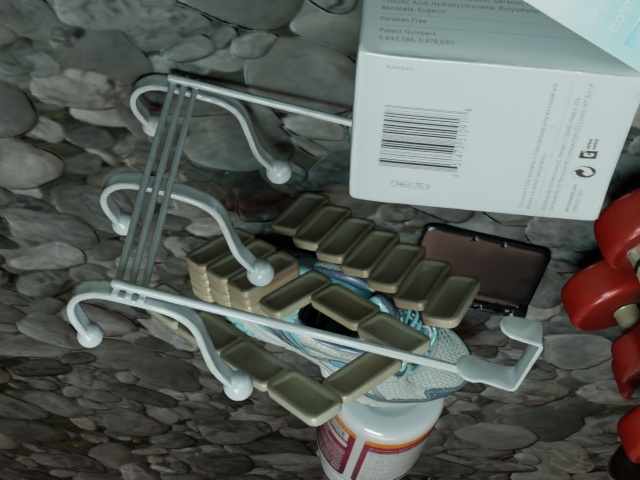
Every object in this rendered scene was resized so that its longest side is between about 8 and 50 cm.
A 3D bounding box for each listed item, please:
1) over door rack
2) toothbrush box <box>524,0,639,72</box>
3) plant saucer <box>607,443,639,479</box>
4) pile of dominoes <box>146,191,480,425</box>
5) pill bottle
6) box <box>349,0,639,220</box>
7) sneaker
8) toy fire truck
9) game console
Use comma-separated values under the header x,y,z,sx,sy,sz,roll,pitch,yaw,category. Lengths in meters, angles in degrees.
x,y,z,sx,sy,sz,roll,pitch,yaw,category
0.000,0.000,1.051,0.324,0.239,0.108,6,138,3,over door rack
0.226,-0.160,0.631,0.295,0.216,0.126,33,149,6,toothbrush box
0.410,0.168,1.284,0.310,0.050,0.310,-25,-179,0,plant saucer
-0.005,0.054,1.127,0.251,0.196,0.040,30,140,45,pile of dominoes
0.059,0.195,1.544,0.121,0.121,0.221,8,153,-2,pill bottle
0.114,-0.113,0.955,0.182,0.119,0.181,5,152,2,box
0.042,0.090,1.328,0.283,0.110,0.122,24,169,-30,sneaker
0.361,0.051,1.199,0.254,0.169,0.302,-14,155,-12,toy fire truck
0.136,0.026,1.328,0.122,0.071,0.107,13,-178,-10,game console
